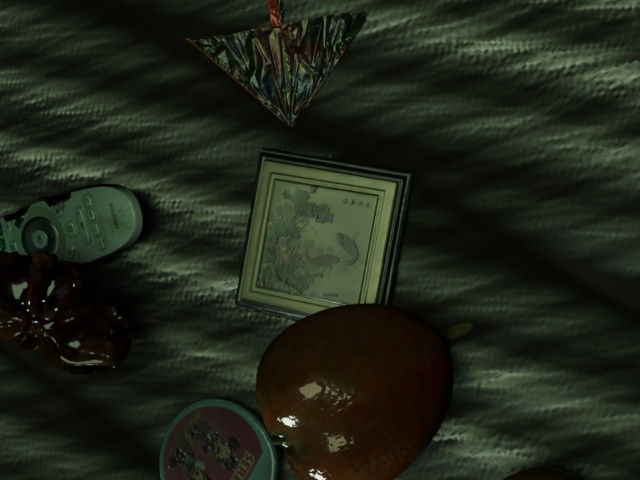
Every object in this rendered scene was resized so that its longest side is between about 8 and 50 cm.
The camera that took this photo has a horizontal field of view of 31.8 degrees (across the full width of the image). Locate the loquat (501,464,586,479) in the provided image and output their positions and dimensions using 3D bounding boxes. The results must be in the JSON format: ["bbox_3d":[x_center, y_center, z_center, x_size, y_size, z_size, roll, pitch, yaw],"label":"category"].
[{"bbox_3d":[0.209,0.333,1.132,0.179,0.179,0.227,46,111,15],"label":"loquat"}]

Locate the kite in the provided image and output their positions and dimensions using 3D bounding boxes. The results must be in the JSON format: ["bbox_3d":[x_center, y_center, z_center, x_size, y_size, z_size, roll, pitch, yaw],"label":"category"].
[{"bbox_3d":[-0.054,-0.225,1.327,0.232,0.009,0.189,-8,86,19],"label":"kite"}]

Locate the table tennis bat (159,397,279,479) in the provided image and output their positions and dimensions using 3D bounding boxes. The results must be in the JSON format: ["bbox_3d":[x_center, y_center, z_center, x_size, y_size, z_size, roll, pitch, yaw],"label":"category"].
[{"bbox_3d":[-0.087,0.286,1.313,0.244,0.040,0.153,33,98,22],"label":"table tennis bat"}]

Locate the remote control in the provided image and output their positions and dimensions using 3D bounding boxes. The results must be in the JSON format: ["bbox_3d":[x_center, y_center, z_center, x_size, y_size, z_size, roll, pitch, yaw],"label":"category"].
[{"bbox_3d":[-0.327,-0.009,1.400,0.256,0.045,0.097,-13,91,21],"label":"remote control"}]

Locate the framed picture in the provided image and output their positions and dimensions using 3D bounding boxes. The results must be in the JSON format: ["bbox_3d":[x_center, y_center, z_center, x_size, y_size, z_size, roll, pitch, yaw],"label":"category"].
[{"bbox_3d":[0.000,0.000,1.301,0.195,0.010,0.199,11,92,20],"label":"framed picture"}]

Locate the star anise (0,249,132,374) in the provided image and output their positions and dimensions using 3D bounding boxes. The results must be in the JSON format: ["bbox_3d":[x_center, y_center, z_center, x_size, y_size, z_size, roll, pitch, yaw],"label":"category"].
[{"bbox_3d":[-0.320,0.073,1.326,0.220,0.190,0.126,40,68,-22],"label":"star anise"}]

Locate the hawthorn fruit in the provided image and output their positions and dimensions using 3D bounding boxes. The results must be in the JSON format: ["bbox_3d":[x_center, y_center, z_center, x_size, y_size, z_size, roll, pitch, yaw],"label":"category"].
[{"bbox_3d":[0.056,0.156,1.195,0.251,0.199,0.199,-29,79,3],"label":"hawthorn fruit"}]
